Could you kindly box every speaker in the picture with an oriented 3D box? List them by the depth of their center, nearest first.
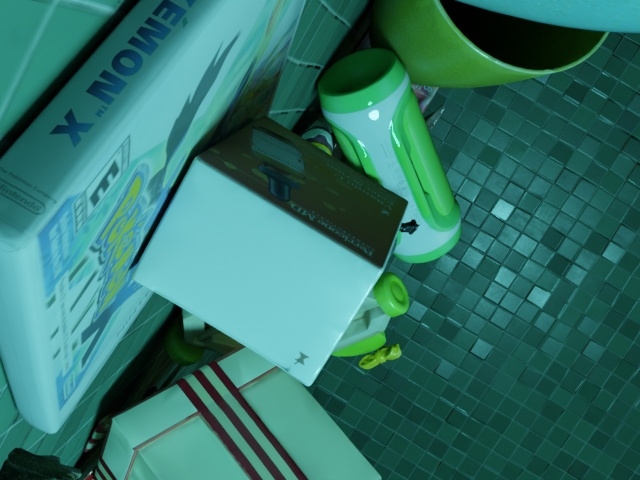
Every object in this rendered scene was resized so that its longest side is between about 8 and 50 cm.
[{"bbox_3d":[0.100,-0.109,1.222,0.131,0.131,0.296,-58,136,-36],"label":"speaker"}]

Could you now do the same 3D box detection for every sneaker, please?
[{"bbox_3d":[-0.036,-0.084,1.242,0.185,0.069,0.084,-47,-156,39],"label":"sneaker"}]

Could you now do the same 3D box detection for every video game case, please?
[{"bbox_3d":[-0.094,-0.049,0.548,0.300,0.036,0.329,-59,179,-28],"label":"video game case"}]

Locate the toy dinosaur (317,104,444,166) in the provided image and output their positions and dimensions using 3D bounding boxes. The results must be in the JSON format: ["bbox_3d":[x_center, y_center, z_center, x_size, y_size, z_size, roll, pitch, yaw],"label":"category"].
[{"bbox_3d":[0.061,-0.100,1.355,0.127,0.295,0.200,54,24,-63],"label":"toy dinosaur"}]

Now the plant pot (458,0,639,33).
[{"bbox_3d":[0.101,-0.203,0.351,0.195,0.290,0.290,-16,-155,31],"label":"plant pot"}]

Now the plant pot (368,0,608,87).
[{"bbox_3d":[0.184,-0.311,1.159,0.275,0.275,0.293,-59,-165,-16],"label":"plant pot"}]

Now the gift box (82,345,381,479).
[{"bbox_3d":[-0.131,0.297,1.050,0.255,0.258,0.276,-22,152,-43],"label":"gift box"}]

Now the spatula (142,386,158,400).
[{"bbox_3d":[-0.305,0.338,1.358,0.296,0.030,0.084,-60,179,20],"label":"spatula"}]

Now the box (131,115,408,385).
[{"bbox_3d":[-0.024,-0.003,0.598,0.091,0.130,0.170,-59,180,19],"label":"box"}]

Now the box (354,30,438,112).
[{"bbox_3d":[0.162,-0.334,1.483,0.300,0.142,0.154,-59,179,-26],"label":"box"}]

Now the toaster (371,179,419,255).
[{"bbox_3d":[0.000,0.000,1.170,0.146,0.227,0.129,115,-28,-56],"label":"toaster"}]

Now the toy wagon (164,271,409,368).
[{"bbox_3d":[-0.020,0.103,1.150,0.267,0.344,0.068,-26,-119,30],"label":"toy wagon"}]

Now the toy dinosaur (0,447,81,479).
[{"bbox_3d":[-0.168,0.143,0.286,0.313,0.121,0.160,167,-60,-86],"label":"toy dinosaur"}]
